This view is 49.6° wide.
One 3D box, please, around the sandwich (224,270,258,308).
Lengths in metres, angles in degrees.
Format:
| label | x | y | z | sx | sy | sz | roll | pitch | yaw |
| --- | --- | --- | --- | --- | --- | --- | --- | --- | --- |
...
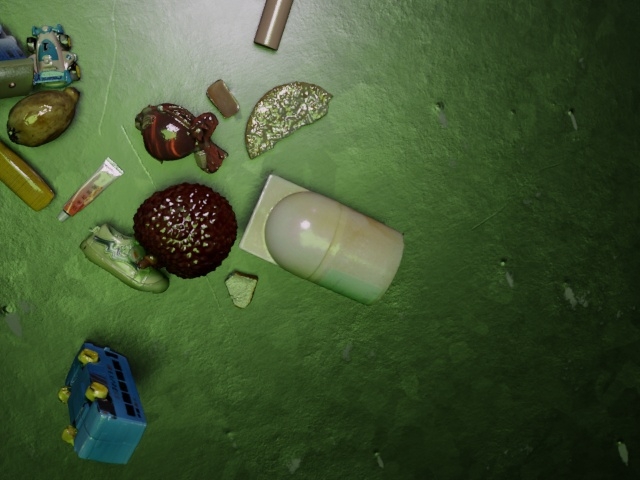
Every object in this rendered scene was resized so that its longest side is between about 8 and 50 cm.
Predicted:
| label | x | y | z | sx | sy | sz | roll | pitch | yaw |
| --- | --- | --- | --- | --- | --- | --- | --- | --- | --- |
| sandwich | -0.235 | 0.143 | 1.997 | 0.093 | 0.036 | 0.104 | 13 | 100 | -12 |

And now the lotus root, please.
| label | x | y | z | sx | sy | sz | roll | pitch | yaw |
| --- | --- | --- | --- | --- | --- | --- | --- | --- | --- |
| lotus root | -0.707 | -0.322 | 1.777 | 0.214 | 0.138 | 0.138 | -40 | 105 | -11 |

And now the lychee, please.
| label | x | y | z | sx | sy | sz | roll | pitch | yaw |
| --- | --- | --- | --- | --- | --- | --- | --- | --- | --- |
| lychee | -0.364 | -0.019 | 1.834 | 0.300 | 0.264 | 0.264 | -38 | 106 | -20 |

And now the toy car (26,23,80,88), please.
| label | x | y | z | sx | sy | sz | roll | pitch | yaw |
| --- | --- | --- | --- | --- | --- | --- | --- | --- | --- |
| toy car | -0.689 | -0.470 | 1.766 | 0.126 | 0.098 | 0.161 | -6 | 104 | -10 |

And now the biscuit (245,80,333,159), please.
| label | x | y | z | sx | sy | sz | roll | pitch | yaw |
| --- | --- | --- | --- | --- | --- | --- | --- | --- | --- |
| biscuit | -0.104 | -0.354 | 1.915 | 0.290 | 0.038 | 0.141 | -32 | 104 | -3 |

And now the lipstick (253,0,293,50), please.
| label | x | y | z | sx | sy | sz | roll | pitch | yaw |
| --- | --- | --- | --- | --- | --- | --- | --- | --- | --- |
| lipstick | -0.108 | -0.639 | 1.839 | 0.070 | 0.070 | 0.254 | 17 | 99 | -12 |

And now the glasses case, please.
| label | x | y | z | sx | sy | sz | roll | pitch | yaw |
| --- | --- | --- | --- | --- | --- | --- | --- | --- | --- |
| glasses case | -0.806 | -0.179 | 1.823 | 0.079 | 0.064 | 0.234 | -42 | 105 | 3 |

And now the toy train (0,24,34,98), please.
| label | x | y | z | sx | sy | sz | roll | pitch | yaw |
| --- | --- | --- | --- | --- | --- | --- | --- | --- | --- |
| toy train | -0.852 | -0.430 | 1.651 | 0.300 | 0.131 | 0.202 | -22 | 65 | -42 |

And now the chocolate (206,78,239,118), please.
| label | x | y | z | sx | sy | sz | roll | pitch | yaw |
| --- | --- | --- | --- | --- | --- | --- | --- | --- | --- |
| chocolate | -0.268 | -0.384 | 1.887 | 0.064 | 0.031 | 0.100 | -44 | 109 | -17 |

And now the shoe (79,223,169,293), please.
| label | x | y | z | sx | sy | sz | roll | pitch | yaw |
| --- | --- | --- | --- | --- | --- | --- | --- | --- | --- |
| shoe | -0.524 | 0.054 | 1.877 | 0.262 | 0.140 | 0.128 | 29 | 108 | -6 |

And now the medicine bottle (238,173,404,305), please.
| label | x | y | z | sx | sy | sz | roll | pitch | yaw |
| --- | --- | --- | --- | --- | --- | --- | --- | --- | --- |
| medicine bottle | 0.000 | 0.000 | 1.902 | 0.406 | 0.236 | 0.235 | 24 | 97 | -13 |

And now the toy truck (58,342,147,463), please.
| label | x | y | z | sx | sy | sz | roll | pitch | yaw |
| --- | --- | --- | --- | --- | --- | --- | --- | --- | --- |
| toy truck | -0.581 | 0.422 | 1.828 | 0.162 | 0.385 | 0.161 | 24 | 98 | -31 |

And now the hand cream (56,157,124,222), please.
| label | x | y | z | sx | sy | sz | roll | pitch | yaw |
| --- | --- | --- | --- | --- | --- | --- | --- | --- | --- |
| hand cream | -0.631 | -0.129 | 1.882 | 0.216 | 0.038 | 0.052 | -45 | 132 | -2 |

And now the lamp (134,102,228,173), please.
| label | x | y | z | sx | sy | sz | roll | pitch | yaw |
| --- | --- | --- | --- | --- | --- | --- | --- | --- | --- |
| lamp | -0.377 | -0.267 | 1.828 | 0.223 | 0.215 | 0.151 | 24 | 62 | 18 |
